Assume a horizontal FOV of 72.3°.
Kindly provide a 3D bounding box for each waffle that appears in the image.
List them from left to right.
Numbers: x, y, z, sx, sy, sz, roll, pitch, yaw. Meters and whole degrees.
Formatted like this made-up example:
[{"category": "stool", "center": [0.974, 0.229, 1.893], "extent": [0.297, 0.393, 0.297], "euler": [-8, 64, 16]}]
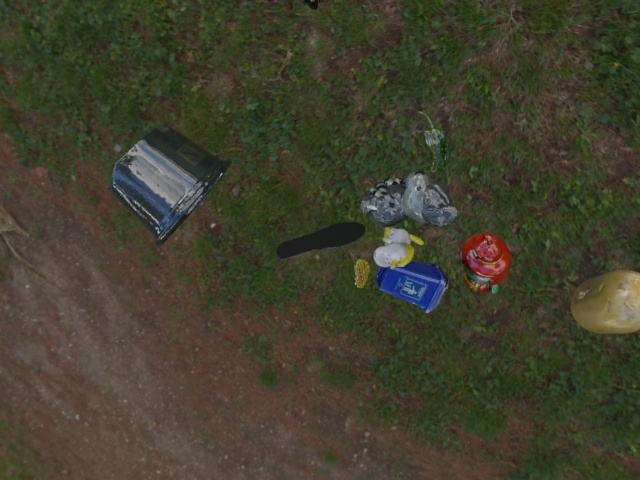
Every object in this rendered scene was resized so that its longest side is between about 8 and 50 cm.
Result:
[{"category": "waffle", "center": [0.116, 0.094, 1.238], "extent": [0.016, 0.078, 0.085], "euler": [9, 93, 36]}]

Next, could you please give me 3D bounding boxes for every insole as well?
[{"category": "insole", "center": [0.000, 0.000, 1.505], "extent": [0.322, 0.109, 0.007], "euler": [-17, 137, 7]}]

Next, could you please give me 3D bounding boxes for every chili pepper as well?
[{"category": "chili pepper", "center": [0.363, -0.307, 1.387], "extent": [0.073, 0.072, 0.204], "euler": [-6, 124, 25]}]

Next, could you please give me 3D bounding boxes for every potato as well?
[{"category": "potato", "center": [0.731, 0.160, 1.096], "extent": [0.150, 0.234, 0.146], "euler": [-29, 77, -10]}]

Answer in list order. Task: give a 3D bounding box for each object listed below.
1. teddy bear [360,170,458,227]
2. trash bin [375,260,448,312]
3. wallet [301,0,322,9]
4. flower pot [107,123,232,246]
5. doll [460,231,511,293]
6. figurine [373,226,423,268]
[{"category": "teddy bear", "center": [0.254, -0.121, 1.167], "extent": [0.251, 0.171, 0.144], "euler": [-4, 115, 37]}, {"category": "trash bin", "center": [0.336, 0.146, 1.639], "extent": [0.234, 0.184, 0.163], "euler": [18, 110, -6]}, {"category": "wallet", "center": [-0.014, -0.493, 0.581], "extent": [0.045, 0.172, 0.318], "euler": [0, 129, -6]}, {"category": "flower pot", "center": [-0.210, -0.083, 0.597], "extent": [0.107, 0.157, 0.157], "euler": [42, 125, -14]}, {"category": "doll", "center": [0.587, 0.066, 1.556], "extent": [0.160, 0.363, 0.183], "euler": [-28, 59, 3]}, {"category": "figurine", "center": [0.231, 0.030, 1.332], "extent": [0.129, 0.178, 0.109], "euler": [-2, 119, 31]}]
